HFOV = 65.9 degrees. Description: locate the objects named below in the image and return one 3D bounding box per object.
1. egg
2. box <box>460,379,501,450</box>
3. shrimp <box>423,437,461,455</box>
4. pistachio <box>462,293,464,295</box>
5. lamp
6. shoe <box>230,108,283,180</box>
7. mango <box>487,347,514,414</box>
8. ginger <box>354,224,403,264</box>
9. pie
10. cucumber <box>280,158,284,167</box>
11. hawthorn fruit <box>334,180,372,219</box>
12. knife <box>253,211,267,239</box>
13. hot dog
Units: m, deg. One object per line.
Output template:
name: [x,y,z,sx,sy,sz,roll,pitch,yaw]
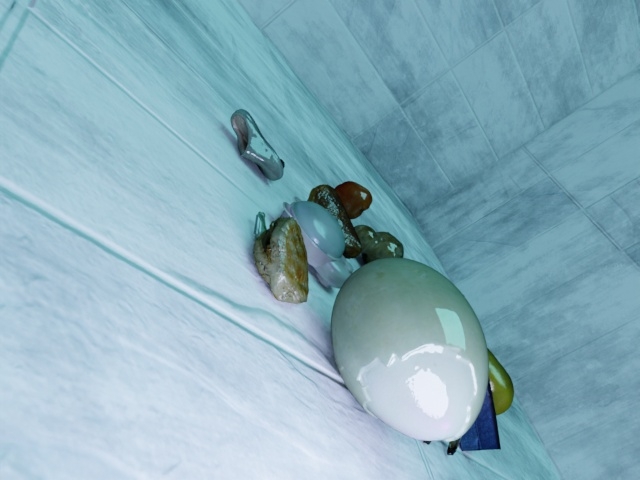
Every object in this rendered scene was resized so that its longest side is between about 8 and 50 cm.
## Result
egg: [0.165,0.203,0.913,0.278,0.278,0.336,42,16,-40]
box: [0.440,0.422,1.441,0.261,0.116,0.278,-6,86,-72]
shrimp: [0.308,0.441,1.191,0.217,0.051,0.150,-30,109,-46]
pistachio: [0.255,0.203,1.236,0.213,0.261,0.162,-2,68,-62]
lamp: [0.003,-0.001,1.167,0.246,0.108,0.179,55,19,-3]
shoe: [-0.170,-0.222,1.208,0.078,0.079,0.195,-40,110,-36]
mango: [0.536,0.440,1.721,0.253,0.182,0.365,46,19,-28]
ginger: [0.211,0.078,1.593,0.304,0.155,0.245,54,20,24]
pie: [-0.064,0.041,0.939,0.193,0.079,0.163,-60,128,-71]
cucumber: [-0.121,-0.192,1.329,0.135,0.034,0.033,-74,145,-66]
hawthorn fruit: [0.112,-0.151,1.771,0.138,0.133,0.133,45,15,2]
knife: [-0.085,0.008,1.035,0.166,0.023,0.078,43,42,-41]
hot dog: [0.035,-0.044,1.365,0.160,0.099,0.226,26,34,-61]
